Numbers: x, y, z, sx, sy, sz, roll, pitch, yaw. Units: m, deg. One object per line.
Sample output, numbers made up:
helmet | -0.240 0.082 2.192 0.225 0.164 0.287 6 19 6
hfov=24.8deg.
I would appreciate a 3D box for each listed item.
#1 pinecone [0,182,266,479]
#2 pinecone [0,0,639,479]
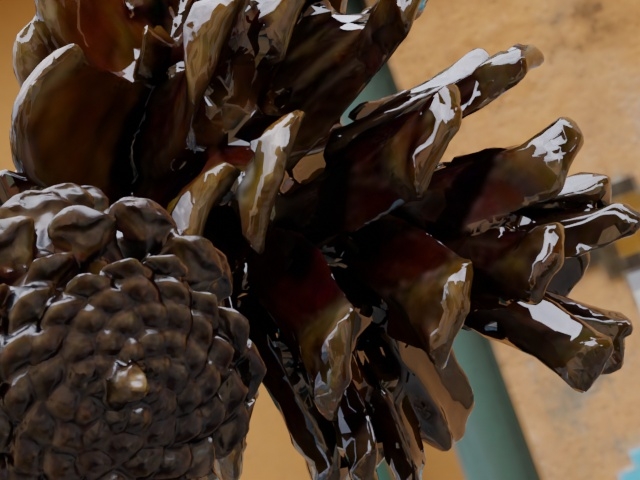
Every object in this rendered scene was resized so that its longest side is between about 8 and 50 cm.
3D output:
pinecone | -0.096 0.045 0.549 0.140 0.140 0.121 -19 22 -17
pinecone | 0.000 0.000 0.823 0.384 0.384 0.384 -20 -2 -1
